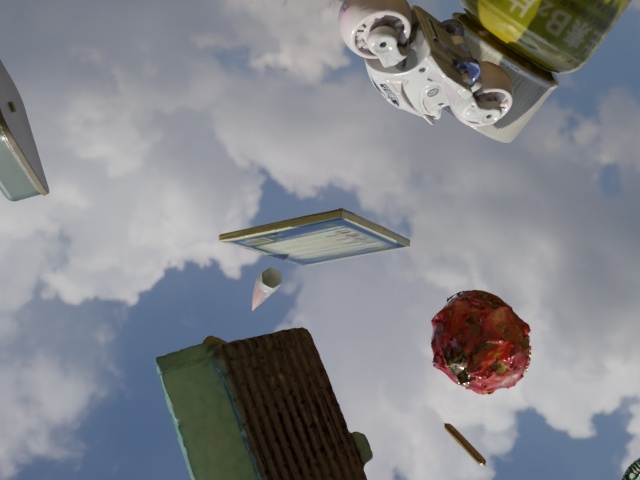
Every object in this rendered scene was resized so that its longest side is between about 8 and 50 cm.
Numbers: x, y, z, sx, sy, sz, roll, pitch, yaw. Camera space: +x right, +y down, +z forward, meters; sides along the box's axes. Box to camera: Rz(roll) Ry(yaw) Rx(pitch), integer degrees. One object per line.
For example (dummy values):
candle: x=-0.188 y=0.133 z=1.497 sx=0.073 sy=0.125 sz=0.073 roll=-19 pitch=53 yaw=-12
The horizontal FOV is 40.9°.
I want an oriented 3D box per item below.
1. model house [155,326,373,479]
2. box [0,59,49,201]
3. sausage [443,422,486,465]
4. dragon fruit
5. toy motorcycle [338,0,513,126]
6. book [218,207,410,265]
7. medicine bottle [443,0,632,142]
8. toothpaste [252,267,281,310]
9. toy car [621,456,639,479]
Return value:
model house: x=-0.077 y=0.263 z=1.228 sx=0.249 sy=0.230 sz=0.280 roll=-17 pitch=-106 yaw=-14
box: x=-0.240 y=-0.094 z=0.634 sx=0.031 sy=0.091 sz=0.126 roll=-23 pitch=-123 yaw=-7
sausage: x=0.227 y=0.320 z=1.350 sx=0.015 sy=0.015 sz=0.100 roll=-10 pitch=-142 yaw=-35
dragon fruit: x=0.192 y=0.147 z=1.156 sx=0.153 sy=0.153 sz=0.111 roll=40 pitch=-143 yaw=26
toy motorcycle: x=0.108 y=-0.182 z=0.909 sx=0.254 sy=0.112 sz=0.112 roll=21 pitch=-153 yaw=-41
book: x=0.000 y=0.000 z=1.507 sx=0.322 sy=0.228 sz=0.018 roll=20 pitch=-118 yaw=-64
medicine bottle: x=0.320 y=-0.352 z=1.266 sx=0.224 sy=0.384 sz=0.224 roll=28 pitch=-156 yaw=-14
toothpaste: x=-0.109 y=0.090 z=1.640 sx=0.043 sy=0.194 sz=0.067 roll=14 pitch=-105 yaw=-10
toy car: x=0.418 y=0.311 z=0.995 sx=0.142 sy=0.069 sz=0.055 roll=40 pitch=-149 yaw=30
